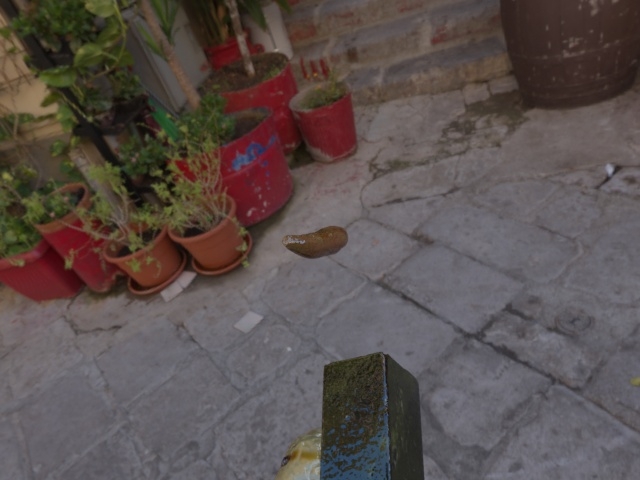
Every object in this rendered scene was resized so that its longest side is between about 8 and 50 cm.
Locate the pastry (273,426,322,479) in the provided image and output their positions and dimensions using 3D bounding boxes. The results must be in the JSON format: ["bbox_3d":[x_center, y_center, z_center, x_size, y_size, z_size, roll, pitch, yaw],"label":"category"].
[{"bbox_3d":[0.028,0.621,1.101,0.313,0.388,0.388,25,47,8],"label":"pastry"}]

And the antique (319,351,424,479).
[{"bbox_3d":[0.050,0.231,0.484,0.081,0.080,0.220,-20,46,28],"label":"antique"}]

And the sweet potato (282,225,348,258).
[{"bbox_3d":[0.011,0.000,0.979,0.078,0.058,0.255,1,8,22],"label":"sweet potato"}]
